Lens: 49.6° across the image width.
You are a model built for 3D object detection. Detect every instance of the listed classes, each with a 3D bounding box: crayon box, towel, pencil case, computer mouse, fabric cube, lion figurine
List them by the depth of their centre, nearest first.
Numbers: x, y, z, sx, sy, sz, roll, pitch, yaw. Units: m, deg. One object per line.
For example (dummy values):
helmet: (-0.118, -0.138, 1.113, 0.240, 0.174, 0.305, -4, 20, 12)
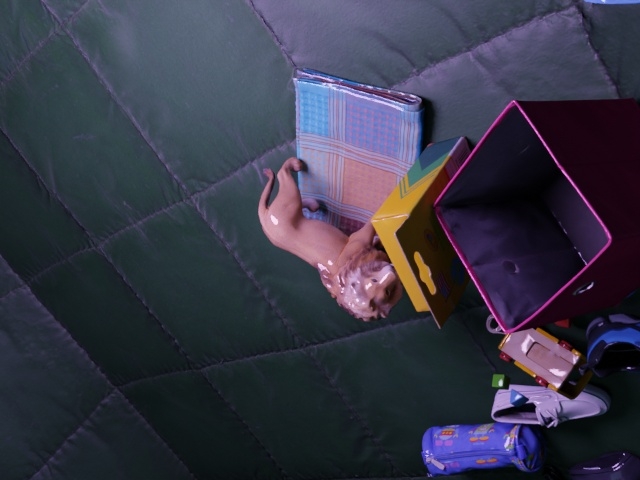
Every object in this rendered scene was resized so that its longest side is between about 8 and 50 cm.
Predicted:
fabric cube: (0.380, -0.041, 1.058, 0.259, 0.258, 0.254, 66, 146, 28)
crayon box: (0.203, -0.019, 1.223, 0.081, 0.318, 0.202, -9, 119, 39)
lion figurine: (0.000, 0.000, 1.381, 0.392, 0.240, 0.142, 27, 137, 12)
towel: (0.071, -0.148, 1.408, 0.272, 0.040, 0.370, 18, 133, 21)
computer mouse: (0.659, 0.585, 1.606, 0.184, 0.060, 0.262, 48, 136, -8)
pencil case: (0.381, 0.503, 1.672, 0.306, 0.133, 0.119, -20, 87, 41)

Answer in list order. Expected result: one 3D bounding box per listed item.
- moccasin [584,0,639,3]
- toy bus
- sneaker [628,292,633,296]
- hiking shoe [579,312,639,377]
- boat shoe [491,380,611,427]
moccasin: (0.512, -0.386, 0.881, 0.342, 0.137, 0.116, -7, 117, 20)
toy bus: (0.456, 0.238, 1.419, 0.191, 0.202, 0.104, -23, 140, 35)
sneaker: (0.466, 0.047, 1.288, 0.232, 0.090, 0.081, 11, 132, -2)
hiking shoe: (0.628, 0.184, 1.242, 0.304, 0.132, 0.113, -24, 109, 39)
boat shoe: (0.500, 0.371, 1.517, 0.258, 0.084, 0.095, -16, 115, 41)
